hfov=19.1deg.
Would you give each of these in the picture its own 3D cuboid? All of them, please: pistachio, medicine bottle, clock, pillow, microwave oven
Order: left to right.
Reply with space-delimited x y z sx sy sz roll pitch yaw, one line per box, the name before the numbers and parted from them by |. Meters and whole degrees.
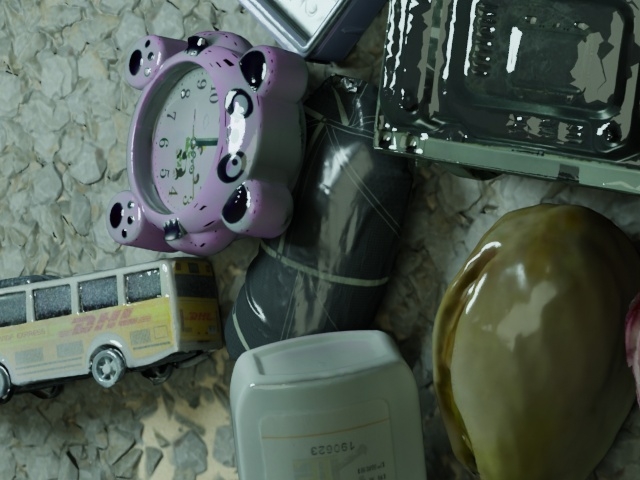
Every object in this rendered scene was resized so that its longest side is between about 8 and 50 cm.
clock | -0.112 -0.098 1.921 0.248 0.090 0.227 2 84 51
pillow | 0.000 0.000 1.903 0.161 0.092 0.335 26 105 31
clock | 0.008 -0.287 1.891 0.144 0.073 0.193 46 114 21
medicine bottle | 0.014 0.258 1.851 0.179 0.124 0.324 -9 108 -8
pistachio | 0.203 0.099 1.757 0.166 0.197 0.288 -120 35 -64
microwave oven | 0.215 -0.161 1.709 0.295 0.181 0.237 11 100 31

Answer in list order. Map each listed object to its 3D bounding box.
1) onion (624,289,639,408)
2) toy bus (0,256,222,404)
onion | 0.401 0.106 1.588 0.272 0.230 0.256 83 164 -49
toy bus | -0.270 0.100 2.071 0.342 0.097 0.138 -9 86 31
